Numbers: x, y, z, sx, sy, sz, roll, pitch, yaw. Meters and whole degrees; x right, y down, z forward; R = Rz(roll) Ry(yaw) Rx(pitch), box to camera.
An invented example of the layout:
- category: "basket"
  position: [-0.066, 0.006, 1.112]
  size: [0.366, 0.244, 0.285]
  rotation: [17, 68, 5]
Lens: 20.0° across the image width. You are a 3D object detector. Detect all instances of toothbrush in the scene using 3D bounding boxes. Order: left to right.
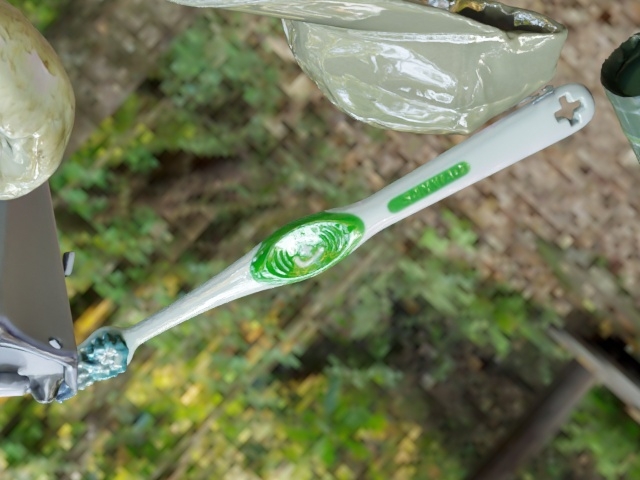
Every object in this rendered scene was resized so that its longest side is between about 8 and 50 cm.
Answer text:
- category: "toothbrush"
  position: [-0.001, -0.001, 1.227]
  size: [0.042, 0.418, 0.040]
  rotation: [63, 175, -13]

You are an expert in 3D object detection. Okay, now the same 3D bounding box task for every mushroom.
- category: "mushroom"
  position: [-0.188, -0.060, 0.852]
  size: [0.148, 0.148, 0.112]
  rotation: [51, -153, -61]

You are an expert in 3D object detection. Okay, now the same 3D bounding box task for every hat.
- category: "hat"
  position: [-0.004, -0.093, 0.824]
  size: [0.166, 0.173, 0.144]
  rotation: [44, 144, 40]

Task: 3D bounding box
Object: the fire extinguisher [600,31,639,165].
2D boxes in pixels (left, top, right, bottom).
- category: "fire extinguisher"
  position: [0.300, -0.023, 1.328]
  size: [0.294, 0.093, 0.118]
  rotation: [58, -165, -32]

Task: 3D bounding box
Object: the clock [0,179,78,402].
- category: "clock"
  position: [-0.264, 0.015, 1.034]
  size: [0.186, 0.253, 0.083]
  rotation: [-108, 22, -44]
